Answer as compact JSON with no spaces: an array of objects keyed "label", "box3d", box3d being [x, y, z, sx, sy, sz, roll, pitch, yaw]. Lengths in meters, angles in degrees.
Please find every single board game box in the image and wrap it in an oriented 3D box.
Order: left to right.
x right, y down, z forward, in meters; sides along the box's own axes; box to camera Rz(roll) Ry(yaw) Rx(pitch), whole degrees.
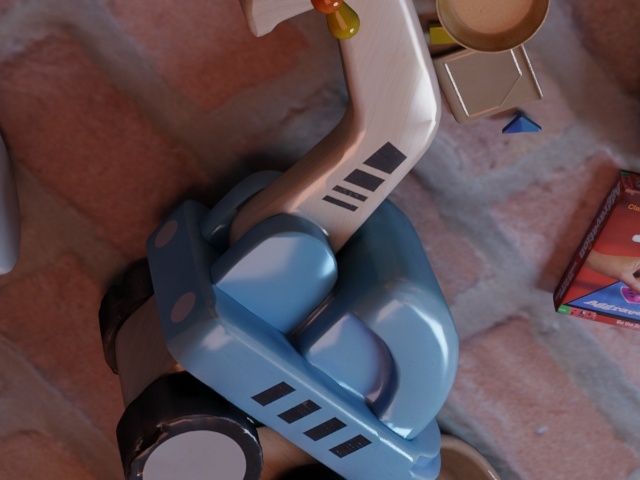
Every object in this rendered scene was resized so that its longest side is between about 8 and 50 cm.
[{"label":"board game box","box3d":[0.353,0.032,1.465,0.281,0.027,0.145,12,128,-13]}]

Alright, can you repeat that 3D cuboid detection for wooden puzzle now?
[{"label":"wooden puzzle","box3d":[0.127,-0.126,1.328,0.079,0.014,0.116,-10,131,12]}]

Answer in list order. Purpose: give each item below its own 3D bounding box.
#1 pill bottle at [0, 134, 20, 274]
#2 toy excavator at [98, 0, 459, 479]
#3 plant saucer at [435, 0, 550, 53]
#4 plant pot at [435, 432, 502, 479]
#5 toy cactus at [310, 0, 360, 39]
[{"label":"pill bottle","box3d":[-0.379,-0.014,1.307,0.278,0.162,0.162,-10,131,7]},{"label":"toy excavator","box3d":[0.000,0.000,1.336,0.445,0.222,0.433,-44,120,14]},{"label":"plant saucer","box3d":[0.125,-0.178,1.269,0.083,0.015,0.083,0,115,0]},{"label":"plant pot","box3d":[0.036,0.321,1.585,0.229,0.263,0.263,-14,133,33]},{"label":"toy cactus","box3d":[-0.011,-0.235,1.086,0.219,0.112,0.180,26,104,-2]}]
